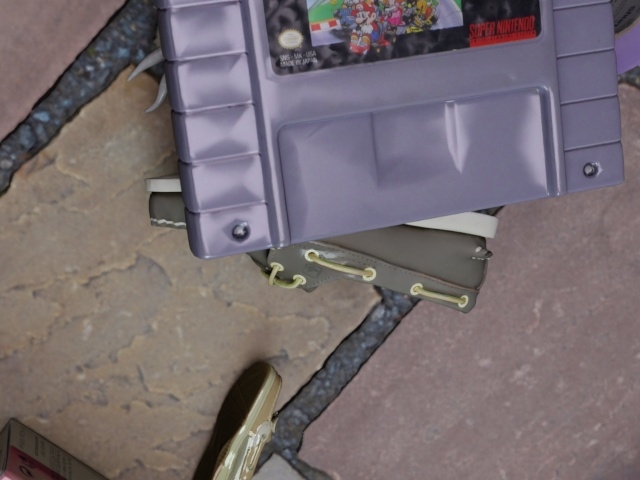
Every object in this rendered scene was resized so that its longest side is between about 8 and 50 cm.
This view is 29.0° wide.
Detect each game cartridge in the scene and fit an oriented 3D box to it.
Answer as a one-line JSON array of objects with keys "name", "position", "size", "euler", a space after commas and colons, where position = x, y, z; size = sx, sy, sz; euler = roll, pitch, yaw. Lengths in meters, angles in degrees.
[{"name": "game cartridge", "position": [0.061, -0.127, 0.941], "size": [0.355, 0.068, 0.230], "euler": [-11, 107, -16]}]

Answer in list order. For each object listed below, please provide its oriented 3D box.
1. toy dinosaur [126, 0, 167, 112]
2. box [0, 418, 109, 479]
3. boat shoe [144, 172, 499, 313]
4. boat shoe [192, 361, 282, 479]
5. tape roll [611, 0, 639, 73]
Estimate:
[{"name": "toy dinosaur", "position": [-0.070, -0.259, 0.956], "size": [0.160, 0.121, 0.313], "euler": [-11, 108, -23]}, {"name": "box", "position": [-0.210, 0.285, 1.035], "size": [0.232, 0.127, 0.148], "euler": [37, 92, -16]}, {"name": "boat shoe", "position": [0.001, 0.001, 1.030], "size": [0.305, 0.109, 0.091], "euler": [8, 95, -17]}, {"name": "boat shoe", "position": [-0.066, 0.178, 1.083], "size": [0.048, 0.056, 0.153], "euler": [20, 98, -25]}, {"name": "tape roll", "position": [0.212, -0.231, 1.041], "size": [0.189, 0.080, 0.189], "euler": [-2, 101, -12]}]
